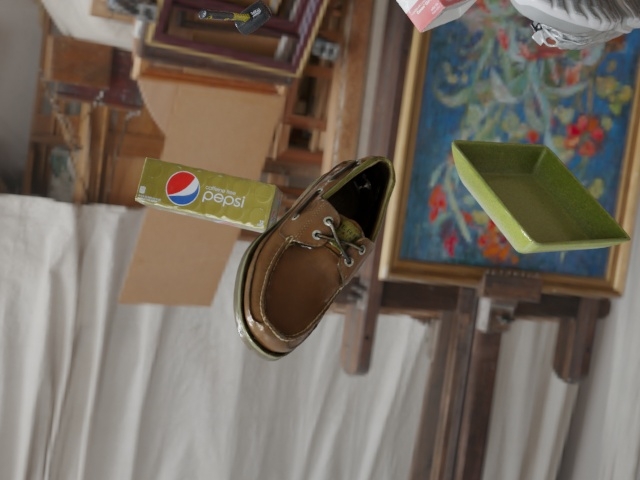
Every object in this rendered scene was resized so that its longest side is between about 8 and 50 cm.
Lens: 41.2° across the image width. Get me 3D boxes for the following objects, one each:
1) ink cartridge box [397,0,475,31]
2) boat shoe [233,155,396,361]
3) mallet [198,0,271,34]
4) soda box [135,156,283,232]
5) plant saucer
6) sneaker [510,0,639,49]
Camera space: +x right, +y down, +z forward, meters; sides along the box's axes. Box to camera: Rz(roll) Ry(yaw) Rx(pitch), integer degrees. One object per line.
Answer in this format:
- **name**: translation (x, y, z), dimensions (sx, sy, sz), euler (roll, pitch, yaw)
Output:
- **ink cartridge box**: translation (0.150, -0.434, 1.332), dimensions (0.115, 0.198, 0.067), euler (-31, 173, -40)
- **boat shoe**: translation (0.000, 0.000, 0.967), dimensions (0.110, 0.307, 0.104), euler (43, 134, -18)
- **mallet**: translation (-0.140, -0.380, 1.423), dimensions (0.062, 0.039, 0.189), euler (-29, 179, 19)
- **soda box**: translation (-0.145, -0.058, 1.121), dimensions (0.181, 0.061, 0.058), euler (13, 175, 7)
- **plant saucer**: translation (0.269, -0.048, 1.080), dimensions (0.188, 0.045, 0.188), euler (-2, -134, -37)
- **sneaker**: translation (0.304, -0.273, 1.047), dimensions (0.281, 0.105, 0.115), euler (-4, 158, -47)
